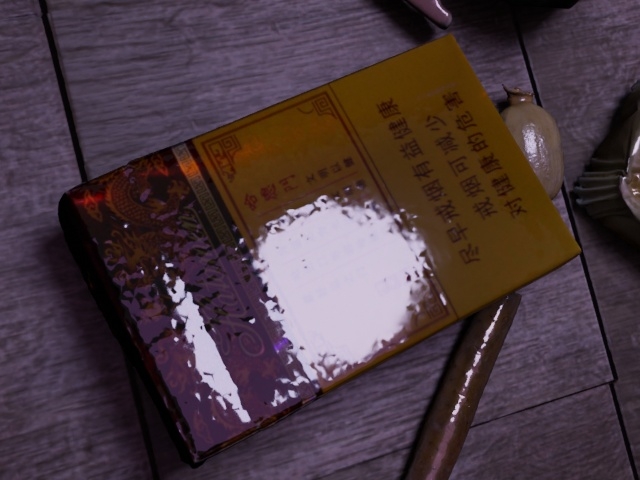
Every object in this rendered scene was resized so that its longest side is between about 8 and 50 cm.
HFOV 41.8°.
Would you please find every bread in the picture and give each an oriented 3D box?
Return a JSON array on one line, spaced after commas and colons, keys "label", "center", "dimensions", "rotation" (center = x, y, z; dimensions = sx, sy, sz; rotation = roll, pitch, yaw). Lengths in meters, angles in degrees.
[{"label": "bread", "center": [0.411, -0.069, 0.933], "dimensions": [0.210, 0.110, 0.192], "rotation": [32, 85, -5]}]

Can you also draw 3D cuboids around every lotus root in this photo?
[{"label": "lotus root", "center": [0.229, -0.101, 0.915], "dimensions": [0.073, 0.062, 0.150], "rotation": [-8, 87, -17]}]

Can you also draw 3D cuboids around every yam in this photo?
[{"label": "yam", "center": [0.141, 0.167, 0.865], "dimensions": [0.046, 0.046, 0.264], "rotation": [29, 77, -11]}]

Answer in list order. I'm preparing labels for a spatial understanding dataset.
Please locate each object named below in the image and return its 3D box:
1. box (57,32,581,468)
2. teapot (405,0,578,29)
[{"label": "box", "center": [0.000, 0.000, 0.790], "dimensions": [0.415, 0.116, 0.264], "rotation": [-27, 83, -17]}, {"label": "teapot", "center": [0.178, -0.415, 0.851], "dimensions": [0.362, 0.305, 0.376], "rotation": [42, 103, 2]}]
